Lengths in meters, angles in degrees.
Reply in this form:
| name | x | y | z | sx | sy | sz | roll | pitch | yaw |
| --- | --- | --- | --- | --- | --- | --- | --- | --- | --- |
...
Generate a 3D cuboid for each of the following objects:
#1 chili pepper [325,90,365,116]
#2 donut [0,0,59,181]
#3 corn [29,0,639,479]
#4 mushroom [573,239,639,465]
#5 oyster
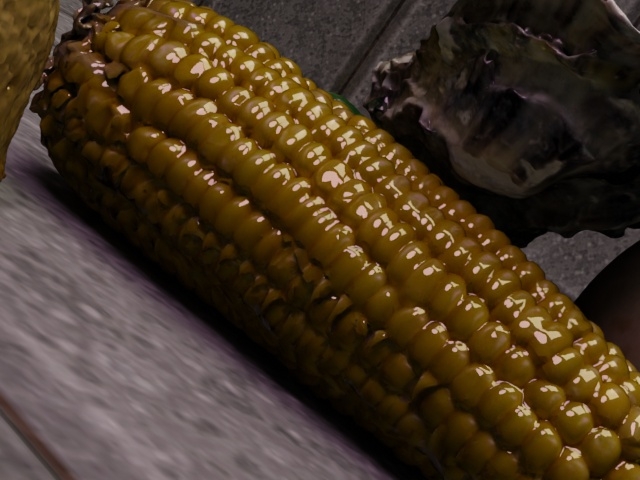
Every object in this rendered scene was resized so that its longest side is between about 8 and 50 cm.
| name | x | y | z | sx | sy | sz | roll | pitch | yaw |
| --- | --- | --- | --- | --- | --- | --- | --- | --- | --- |
| chili pepper | 0.004 | -0.052 | 0.920 | 0.136 | 0.099 | 0.270 | 44 | 3 | 3 |
| donut | -0.167 | -0.108 | 0.380 | 0.217 | 0.085 | 0.141 | 39 | -9 | -22 |
| corn | 0.000 | 0.000 | 0.491 | 0.318 | 0.115 | 0.115 | 37 | 7 | 20 |
| mushroom | 0.204 | 0.082 | 0.537 | 0.206 | 0.206 | 0.209 | 30 | 9 | -37 |
| oyster | 0.075 | -0.044 | 0.537 | 0.252 | 0.087 | 0.199 | 4 | -26 | 43 |
